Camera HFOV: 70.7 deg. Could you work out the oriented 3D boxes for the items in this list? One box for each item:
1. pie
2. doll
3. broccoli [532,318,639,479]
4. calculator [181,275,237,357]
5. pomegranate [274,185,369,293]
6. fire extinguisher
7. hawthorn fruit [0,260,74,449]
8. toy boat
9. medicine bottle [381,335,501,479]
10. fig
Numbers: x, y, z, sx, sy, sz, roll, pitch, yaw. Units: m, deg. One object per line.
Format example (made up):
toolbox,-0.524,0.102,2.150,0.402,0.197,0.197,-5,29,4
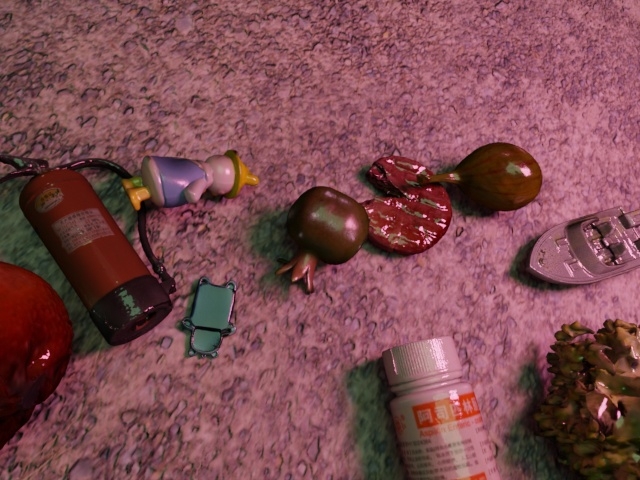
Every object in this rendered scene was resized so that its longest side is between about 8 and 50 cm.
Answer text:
pie,0.169,-0.070,0.928,0.204,0.054,0.219,34,63,3
doll,-0.229,-0.113,0.820,0.240,0.135,0.099,-10,95,-33
broccoli,0.543,0.295,0.772,0.334,0.272,0.324,-23,35,-13
calculator,-0.190,0.133,0.785,0.094,0.019,0.141,10,68,-7
pomegranate,0.000,0.000,0.830,0.151,0.131,0.191,27,87,-6
fire extinguisher,-0.381,-0.014,0.774,0.376,0.113,0.200,51,25,9
hawthorn fruit,-0.501,0.150,0.579,0.311,0.295,0.295,8,66,-8
toy boat,0.564,0.019,0.952,0.319,0.092,0.141,-14,70,-16
medicine bottle,0.189,0.292,0.733,0.144,0.144,0.252,-7,66,-15
fig,0.317,-0.118,0.937,0.259,0.151,0.152,-12,70,-5
